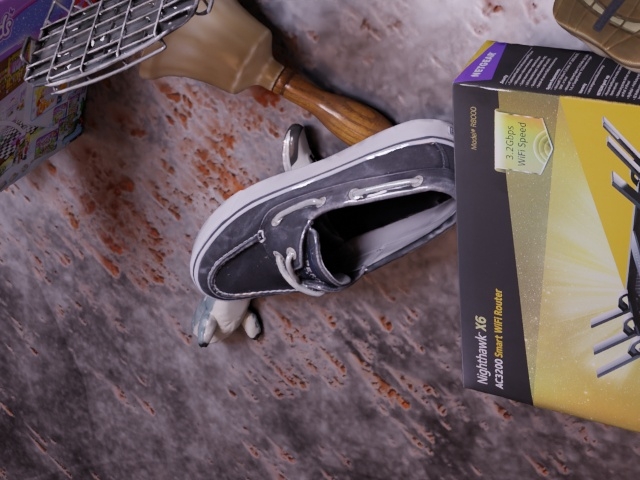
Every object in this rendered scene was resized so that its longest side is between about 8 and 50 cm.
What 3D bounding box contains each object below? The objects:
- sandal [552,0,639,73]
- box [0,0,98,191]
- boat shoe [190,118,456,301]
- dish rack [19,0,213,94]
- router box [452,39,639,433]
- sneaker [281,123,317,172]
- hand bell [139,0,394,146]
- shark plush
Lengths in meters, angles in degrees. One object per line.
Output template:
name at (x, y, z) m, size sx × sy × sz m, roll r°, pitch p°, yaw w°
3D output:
sandal at (0.216, -0.159, 0.703) m, size 0.049 × 0.180 × 0.072 m, roll 29°, pitch 113°, yaw -27°
box at (-0.300, -0.142, 0.910) m, size 0.057 × 0.293 × 0.200 m, roll 21°, pitch 121°, yaw 8°
boat shoe at (0.000, 0.000, 0.891) m, size 0.301 × 0.102 × 0.108 m, roll -23°, pitch 127°, yaw 25°
dish rack at (-0.127, -0.226, 0.797) m, size 0.208 × 0.271 × 0.074 m, roll -15°, pitch 141°, yaw 34°
router box at (0.232, 0.010, 0.777) m, size 0.243 × 0.081 × 0.308 m, roll 11°, pitch 129°, yaw 26°
sneaker at (-0.009, -0.060, 0.947) m, size 0.044 × 0.040 × 0.109 m, roll -3°, pitch 117°, yaw 17°
hand bell at (-0.026, -0.138, 0.895) m, size 0.242 × 0.126 × 0.126 m, roll 31°, pitch 125°, yaw -2°
shark plush at (-0.109, 0.042, 1.039) m, size 0.067 × 0.073 × 0.161 m, roll 40°, pitch 137°, yaw 46°
